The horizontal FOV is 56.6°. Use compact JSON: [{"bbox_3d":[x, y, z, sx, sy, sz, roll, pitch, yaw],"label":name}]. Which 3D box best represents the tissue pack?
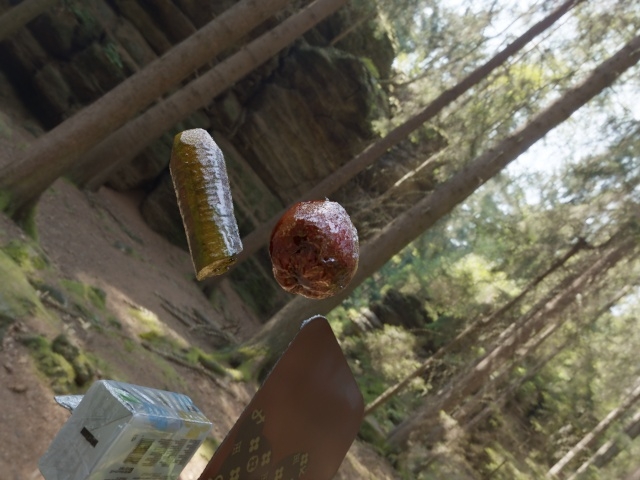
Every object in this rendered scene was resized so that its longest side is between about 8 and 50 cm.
[{"bbox_3d":[-0.309,0.303,0.931,0.145,0.159,0.229,34,-5,29],"label":"tissue pack"}]

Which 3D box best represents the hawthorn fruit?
[{"bbox_3d":[-0.003,0.013,1.043,0.174,0.179,0.173,13,-64,29],"label":"hawthorn fruit"}]

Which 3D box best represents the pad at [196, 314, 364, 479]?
[{"bbox_3d":[-0.046,0.196,0.434,0.004,0.267,0.181,15,-34,32],"label":"pad"}]

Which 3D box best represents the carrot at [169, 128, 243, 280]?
[{"bbox_3d":[-0.223,-0.075,1.160,0.114,0.114,0.301,73,0,-69],"label":"carrot"}]
